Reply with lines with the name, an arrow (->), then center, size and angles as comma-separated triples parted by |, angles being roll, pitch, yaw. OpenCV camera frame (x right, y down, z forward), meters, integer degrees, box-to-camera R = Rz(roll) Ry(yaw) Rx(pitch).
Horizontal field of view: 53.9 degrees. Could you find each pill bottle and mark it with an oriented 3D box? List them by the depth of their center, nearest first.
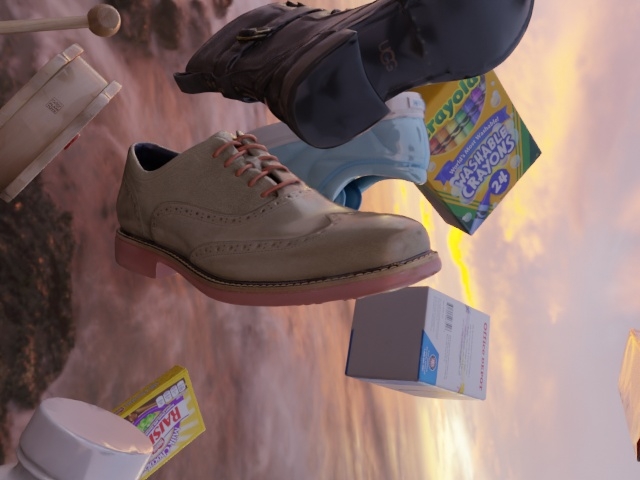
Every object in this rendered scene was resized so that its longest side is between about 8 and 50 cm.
pill bottle -> -0.237, 0.256, 0.516 | 0.229, 0.131, 0.131 | -63, 168, -6

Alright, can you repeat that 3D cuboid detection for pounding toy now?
pounding toy -> -0.354, -0.190, 0.777 | 0.155, 0.269, 0.154 | 45, -3, -23

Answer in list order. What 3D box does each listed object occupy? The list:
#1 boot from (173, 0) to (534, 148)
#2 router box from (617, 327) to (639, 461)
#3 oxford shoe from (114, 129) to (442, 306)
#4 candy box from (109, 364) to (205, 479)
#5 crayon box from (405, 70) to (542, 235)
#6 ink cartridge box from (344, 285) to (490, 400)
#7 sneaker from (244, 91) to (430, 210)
boot -> 0.017, -0.181, 0.535 | 0.229, 0.263, 0.091 | 40, -25, 52
router box -> 0.474, 0.179, 0.591 | 0.301, 0.336, 0.082 | 1, 100, -68
oxford shoe -> -0.073, -0.030, 0.597 | 0.141, 0.397, 0.146 | -17, 109, -52
candy box -> -0.238, 0.256, 0.792 | 0.206, 0.027, 0.105 | -34, 123, -43
crayon box -> 0.224, -0.182, 1.061 | 0.323, 0.203, 0.083 | 43, -4, -36
ink cartridge box -> 0.192, 0.200, 1.196 | 0.233, 0.168, 0.171 | 27, 65, -42
sneaker -> -0.015, -0.095, 0.913 | 0.135, 0.366, 0.149 | 0, 79, -57
